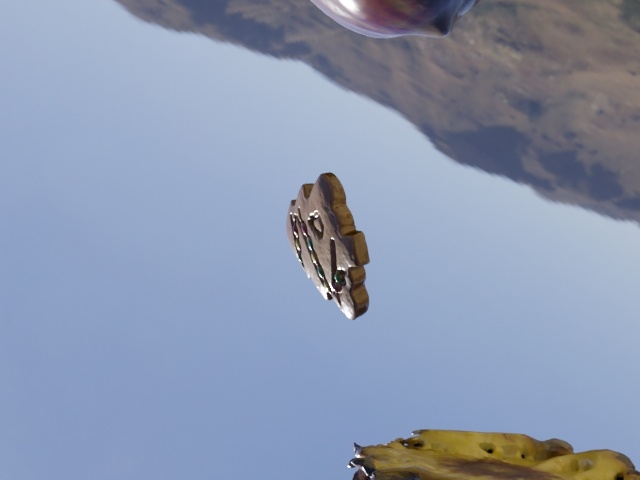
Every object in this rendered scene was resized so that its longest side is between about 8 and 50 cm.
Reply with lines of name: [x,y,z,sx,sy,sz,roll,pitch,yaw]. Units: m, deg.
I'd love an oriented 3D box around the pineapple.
pineapple: [0.118,0.175,0.682,0.225,0.076,0.225,4,-177,0]

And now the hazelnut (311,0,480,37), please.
hazelnut: [0.055,-0.256,0.784,0.229,0.229,0.229,29,-167,-7]

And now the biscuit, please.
biscuit: [0.000,0.000,0.579,0.016,0.082,0.092,-19,-163,-24]
